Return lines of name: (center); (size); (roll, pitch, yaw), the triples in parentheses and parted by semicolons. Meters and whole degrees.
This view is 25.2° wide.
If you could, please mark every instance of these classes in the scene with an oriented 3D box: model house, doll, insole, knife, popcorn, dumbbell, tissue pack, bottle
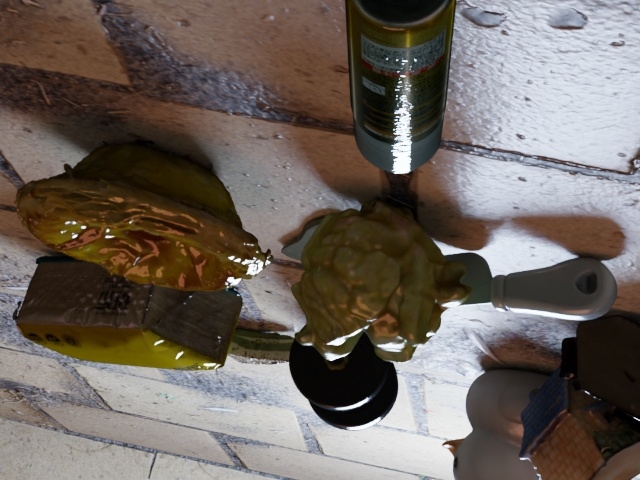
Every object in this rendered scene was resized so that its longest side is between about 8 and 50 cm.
model house: (0.374, 0.243, 1.951); (0.183, 0.172, 0.166); (-14, 145, -35)
doll: (0.306, 0.309, 2.150); (0.251, 0.221, 0.221); (7, 162, 19)
insole: (0.000, 0.000, 1.737); (0.063, 0.010, 0.192); (19, 163, -16)
knife: (0.178, 0.051, 1.649); (0.331, 0.080, 0.044); (-1, 161, 28)
popcorn: (0.070, 0.047, 1.573); (0.187, 0.167, 0.185); (14, 158, -17)
model house: (0.406, 0.164, 1.818); (0.203, 0.141, 0.164); (32, -172, 9)
dumbbell: (0.037, 0.193, 2.095); (0.143, 0.143, 0.325); (10, 163, 12)
tissue pack: (-0.279, 0.108, 2.074); (0.271, 0.134, 0.192); (0, 159, 38)
bottle: (0.063, -0.139, 1.136); (0.082, 0.082, 0.286); (11, 162, 6)

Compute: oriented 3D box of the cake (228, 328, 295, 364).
cake: (-0.088, 0.173, 2.275); (0.140, 0.051, 0.055); (4, 160, 32)

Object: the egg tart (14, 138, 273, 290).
egg tart: (-0.194, -0.032, 1.613); (0.295, 0.116, 0.295); (10, 161, 3)
